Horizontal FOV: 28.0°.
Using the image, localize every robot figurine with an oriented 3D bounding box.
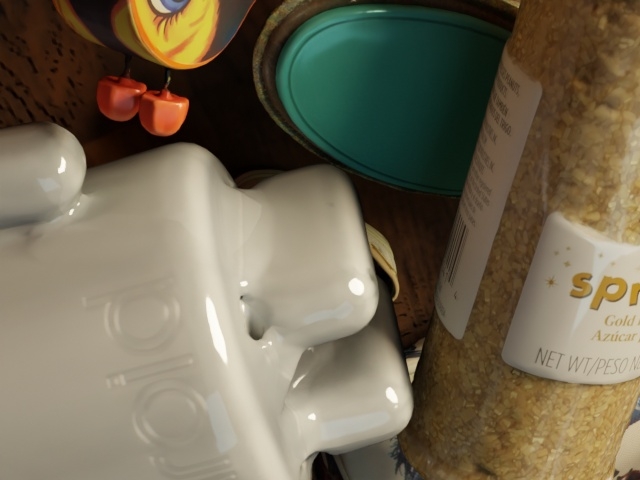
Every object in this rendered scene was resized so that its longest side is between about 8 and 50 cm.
[{"bbox_3d":[-0.137,0.072,0.653,0.353,0.200,0.300,-16,121,6],"label":"robot figurine"}]

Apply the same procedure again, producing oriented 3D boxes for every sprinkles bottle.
[{"bbox_3d":[0.130,-0.037,0.600,0.121,0.121,0.355,0,122,-23],"label":"sprinkles bottle"}]

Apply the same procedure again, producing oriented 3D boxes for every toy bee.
[{"bbox_3d":[-0.060,-0.137,0.540,0.298,0.195,0.162,-15,123,-25],"label":"toy bee"}]

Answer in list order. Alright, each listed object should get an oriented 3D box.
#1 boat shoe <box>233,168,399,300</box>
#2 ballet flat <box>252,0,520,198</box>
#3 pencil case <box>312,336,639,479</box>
[{"bbox_3d":[0.000,0.000,0.776,0.135,0.045,0.050,25,114,-36],"label":"boat shoe"},{"bbox_3d":[0.111,-0.081,0.712,0.348,0.123,0.123,11,122,-26],"label":"ballet flat"},{"bbox_3d":[0.184,0.080,0.842,0.410,0.160,0.183,-27,147,0],"label":"pencil case"}]
